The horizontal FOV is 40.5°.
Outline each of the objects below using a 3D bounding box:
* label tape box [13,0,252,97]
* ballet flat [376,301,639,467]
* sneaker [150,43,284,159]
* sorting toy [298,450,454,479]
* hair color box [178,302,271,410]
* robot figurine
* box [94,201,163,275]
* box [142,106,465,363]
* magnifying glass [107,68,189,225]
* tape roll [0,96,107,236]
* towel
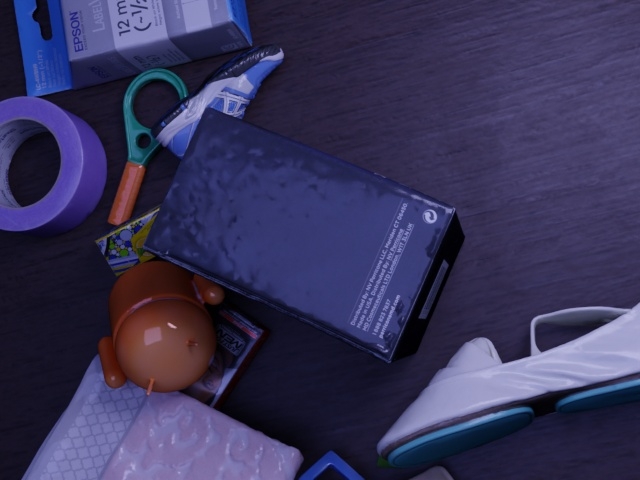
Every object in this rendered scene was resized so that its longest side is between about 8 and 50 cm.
[{"bbox_3d":[-0.290,-0.363,1.213,0.348,0.115,0.249,-11,82,8],"label":"label tape box"},{"bbox_3d":[0.252,0.165,1.059,0.401,0.139,0.139,-17,81,4],"label":"ballet flat"},{"bbox_3d":[-0.130,-0.189,1.193,0.211,0.080,0.081,-40,108,0],"label":"sneaker"},{"bbox_3d":[0.114,0.365,1.004,0.196,0.047,0.347,-21,52,-24],"label":"sorting toy"},{"bbox_3d":[-0.136,0.160,1.162,0.072,0.043,0.141,33,92,13],"label":"hair color box"},{"bbox_3d":[-0.202,0.109,1.098,0.158,0.219,0.128,-6,114,-15],"label":"robot figurine"},{"bbox_3d":[-0.215,-0.019,1.183,0.169,0.054,0.059,-27,104,7],"label":"box"},{"bbox_3d":[0.000,0.000,1.024,0.294,0.296,0.182,23,89,12],"label":"box"},{"bbox_3d":[-0.251,-0.130,1.226,0.092,0.026,0.230,17,86,8],"label":"magnifying glass"},{"bbox_3d":[-0.404,-0.102,1.223,0.189,0.080,0.188,-1,85,11],"label":"tape roll"},{"bbox_3d":[-0.230,0.340,1.064,0.317,0.053,0.331,24,74,19],"label":"towel"}]
